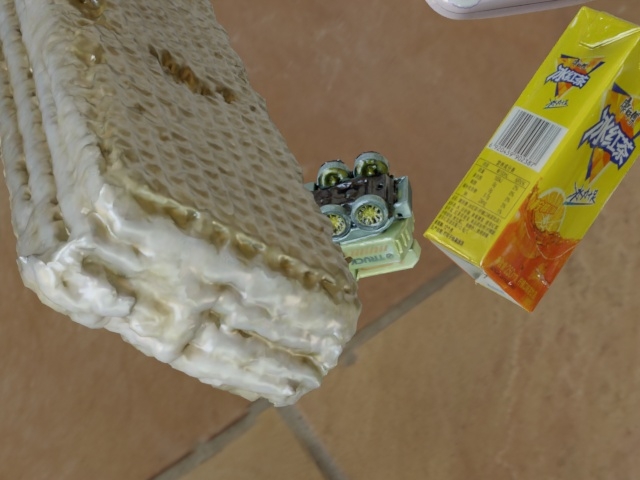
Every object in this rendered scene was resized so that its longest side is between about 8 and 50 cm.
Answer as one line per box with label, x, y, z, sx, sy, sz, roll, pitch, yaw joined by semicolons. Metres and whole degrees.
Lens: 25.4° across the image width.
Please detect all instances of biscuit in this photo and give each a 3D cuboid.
biscuit;-0.102;-0.080;0.724;0.144;0.078;0.426;27;19;-31

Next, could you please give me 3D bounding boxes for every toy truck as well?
toy truck;0.000;0.000;1.169;0.169;0.100;0.077;-15;34;13

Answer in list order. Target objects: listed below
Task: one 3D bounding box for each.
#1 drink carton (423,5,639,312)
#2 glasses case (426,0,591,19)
drink carton;0.293;-0.099;1.765;0.351;0.111;0.154;-55;138;-4
glasses case;0.264;-0.356;1.859;0.297;0.075;0.113;-12;69;-22
